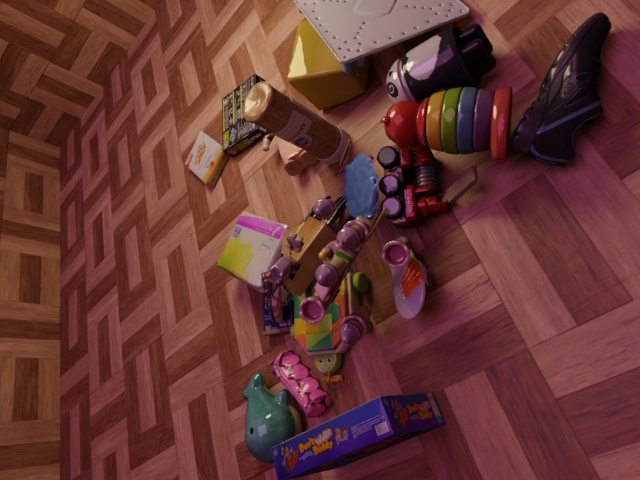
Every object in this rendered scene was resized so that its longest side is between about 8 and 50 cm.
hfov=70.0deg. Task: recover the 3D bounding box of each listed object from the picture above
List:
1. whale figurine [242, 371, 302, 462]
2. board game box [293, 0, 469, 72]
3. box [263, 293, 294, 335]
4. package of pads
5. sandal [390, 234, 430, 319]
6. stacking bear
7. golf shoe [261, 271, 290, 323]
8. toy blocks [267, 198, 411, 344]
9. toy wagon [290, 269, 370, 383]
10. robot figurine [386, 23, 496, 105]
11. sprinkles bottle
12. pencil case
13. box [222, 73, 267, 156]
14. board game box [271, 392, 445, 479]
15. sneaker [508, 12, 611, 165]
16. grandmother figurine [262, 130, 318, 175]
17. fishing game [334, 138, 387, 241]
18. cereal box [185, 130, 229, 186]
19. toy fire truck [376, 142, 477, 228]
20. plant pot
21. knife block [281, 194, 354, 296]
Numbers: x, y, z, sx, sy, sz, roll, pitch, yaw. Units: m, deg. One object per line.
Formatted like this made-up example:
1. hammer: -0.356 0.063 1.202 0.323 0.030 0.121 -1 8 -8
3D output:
1. whale figurine: -0.174 0.523 1.363 0.216 0.141 0.272 -53 49 17
2. board game box: 0.164 -0.675 1.343 0.389 0.050 0.390 -23 56 -5
3. box: -0.132 0.192 1.499 0.136 0.036 0.226 -18 65 37
4. package of pads: -0.212 0.039 1.544 0.296 0.101 0.229 17 80 48
5. sandal: 0.239 0.088 1.174 0.102 0.076 0.265 -49 29 34
6. stacking bear: 0.293 -0.275 1.083 0.288 0.175 0.164 5 110 24
7. golf shoe: -0.128 0.176 1.402 0.067 0.085 0.186 -125 26 -59
8. toy blocks: 0.018 0.069 1.091 0.308 0.260 0.289 30 110 11
9. toy wagon: 0.019 0.235 1.327 0.267 0.068 0.345 -16 67 38
10. robot figurine: 0.305 -0.442 1.198 0.278 0.209 0.174 -21 102 36
11. sprinkles bottle: -0.064 -0.344 1.377 0.121 0.355 0.121 -14 68 39
12. pencil case: -0.059 0.415 1.323 0.209 0.098 0.095 38 103 41
13. box: -0.310 -0.506 1.852 0.216 0.060 0.270 -22 63 36
14. board game box: 0.086 0.466 1.084 0.347 0.233 0.078 -37 56 28
15. sneaker: 0.554 -0.325 1.006 0.139 0.125 0.341 29 95 15
16. grandmother figurine: -0.122 -0.384 1.626 0.207 0.104 0.343 -23 56 7
17. fishing game: 0.114 -0.145 1.240 0.189 0.041 0.264 111 144 -45
18. cereal box: -0.491 -0.357 1.976 0.240 0.047 0.173 37 103 42
19. toy fire truck: 0.278 -0.159 1.178 0.246 0.158 0.217 -8 75 22
20. plant pot: 0.046 -0.565 1.463 0.187 0.212 0.212 6 81 31
21. knife block: 0.000 0.000 1.339 0.242 0.088 0.276 -27 39 29
